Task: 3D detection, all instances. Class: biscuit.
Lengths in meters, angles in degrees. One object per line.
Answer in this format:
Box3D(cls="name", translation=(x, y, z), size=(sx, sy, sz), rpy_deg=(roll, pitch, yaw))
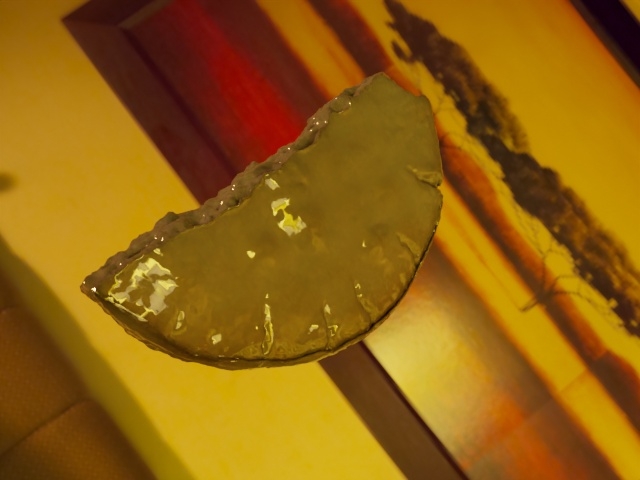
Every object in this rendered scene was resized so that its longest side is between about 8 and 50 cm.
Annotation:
Box3D(cls="biscuit", translation=(0.001, 0.000, 0.566), size=(0.038, 0.290, 0.141), rpy_deg=(-12, -68, 54))
